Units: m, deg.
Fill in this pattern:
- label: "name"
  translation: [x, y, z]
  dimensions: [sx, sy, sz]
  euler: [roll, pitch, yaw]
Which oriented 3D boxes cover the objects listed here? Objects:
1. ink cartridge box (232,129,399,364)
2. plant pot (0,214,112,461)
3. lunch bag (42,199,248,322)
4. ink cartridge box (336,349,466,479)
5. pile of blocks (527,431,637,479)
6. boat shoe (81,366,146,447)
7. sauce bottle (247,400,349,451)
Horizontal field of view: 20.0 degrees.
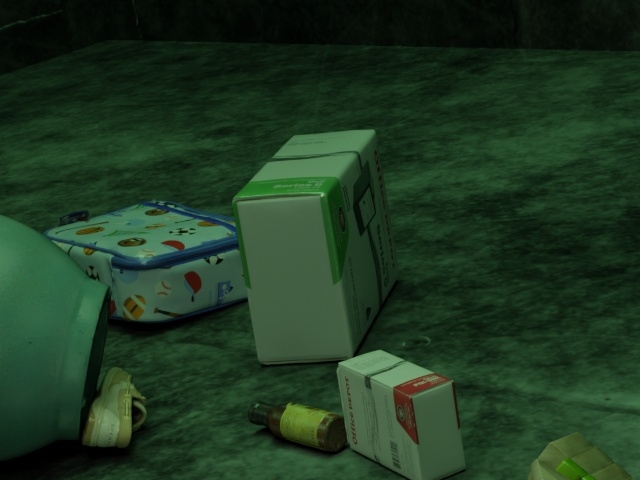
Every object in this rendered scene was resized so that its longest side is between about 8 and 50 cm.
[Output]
- label: "ink cartridge box"
  translation: [0.000, 0.000, 2.223]
  dimensions: [0.122, 0.211, 0.289]
  euler: [-5, 18, 16]
- label: "plant pot"
  translation: [-0.337, 0.116, 1.968]
  dimensions: [0.196, 0.293, 0.293]
  euler: [11, 18, -2]
- label: "lunch bag"
  translation: [-0.224, 0.021, 2.447]
  dimensions: [0.243, 0.115, 0.303]
  euler: [-18, 20, -32]
- label: "ink cartridge box"
  translation: [0.080, 0.175, 1.813]
  dimensions: [0.056, 0.099, 0.135]
  euler: [-18, 20, -27]
- label: "pile of blocks"
  translation: [0.199, 0.268, 1.404]
  dimensions: [0.149, 0.112, 0.362]
  euler: [33, 14, -6]
- label: "boat shoe"
  translation: [-0.222, 0.190, 2.002]
  dimensions: [0.059, 0.063, 0.170]
  euler: [15, 18, -1]
- label: "sauce bottle"
  translation: [-0.026, 0.192, 1.909]
  dimensions: [0.128, 0.042, 0.042]
  euler: [11, 26, 44]
